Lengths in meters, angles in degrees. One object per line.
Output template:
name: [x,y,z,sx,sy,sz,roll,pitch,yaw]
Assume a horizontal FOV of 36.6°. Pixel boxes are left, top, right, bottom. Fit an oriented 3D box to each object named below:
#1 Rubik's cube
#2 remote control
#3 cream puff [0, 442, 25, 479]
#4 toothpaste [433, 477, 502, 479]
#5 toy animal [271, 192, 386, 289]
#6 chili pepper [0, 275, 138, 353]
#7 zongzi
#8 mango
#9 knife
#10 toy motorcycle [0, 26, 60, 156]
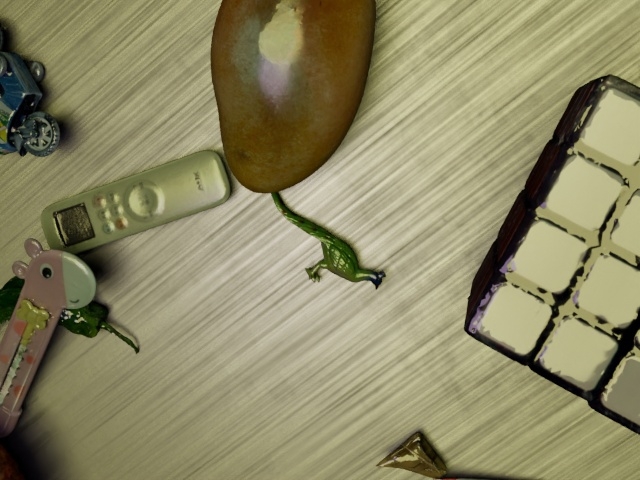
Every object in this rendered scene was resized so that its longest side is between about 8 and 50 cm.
Rubik's cube: [0.403,0.019,1.204,0.337,0.344,0.344,28,103,5]
remote control: [-0.281,-0.055,1.470,0.309,0.038,0.090,-17,94,12]
cream puff: [-0.580,0.432,1.494,0.350,0.228,0.350,-4,82,30]
toothpaste: [0.262,0.367,1.431,0.190,0.048,0.031,6,72,7]
toy animal: [-0.009,0.014,1.431,0.217,0.041,0.075,37,101,7]
chili pepper: [-0.423,0.115,1.508,0.279,0.065,0.122,6,112,12]
zongzi: [0.137,0.338,1.438,0.083,0.040,0.076,-38,88,-11]
mango: [-0.046,-0.236,1.329,0.221,0.199,0.384,18,113,0]
knife: [-0.458,0.169,1.484,0.132,0.038,0.399,32,118,3]
toy motorcycle: [-0.489,-0.220,1.461,0.135,0.092,0.254,-34,82,22]
